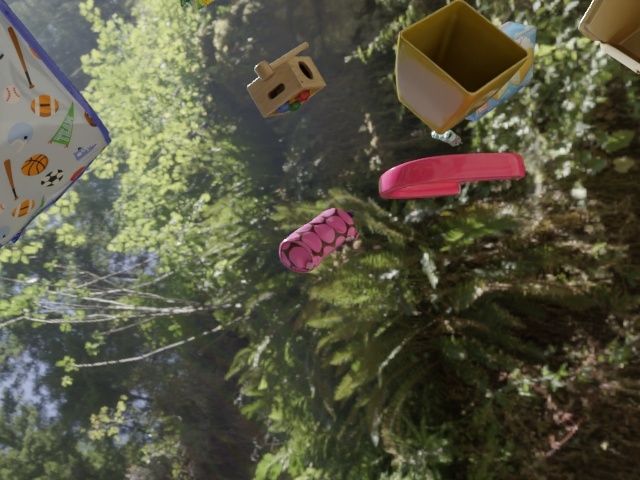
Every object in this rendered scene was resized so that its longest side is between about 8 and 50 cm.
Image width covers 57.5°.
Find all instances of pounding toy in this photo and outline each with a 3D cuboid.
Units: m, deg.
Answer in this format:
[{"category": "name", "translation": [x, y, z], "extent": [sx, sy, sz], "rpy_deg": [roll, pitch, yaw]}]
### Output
[{"category": "pounding toy", "translation": [-0.072, -0.358, 1.324], "extent": [0.094, 0.181, 0.206], "rpy_deg": [60, -150, -1]}]

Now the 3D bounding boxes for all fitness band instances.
[{"category": "fitness band", "translation": [0.250, -0.122, 1.123], "extent": [0.290, 0.209, 0.054], "rpy_deg": [-6, -92, -22]}]

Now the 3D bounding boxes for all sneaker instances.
[{"category": "sneaker", "translation": [0.350, -0.279, 1.597], "extent": [0.069, 0.098, 0.038], "rpy_deg": [25, -77, -30]}]

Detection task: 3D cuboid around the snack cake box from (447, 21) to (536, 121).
[{"category": "snack cake box", "translation": [0.436, -0.434, 1.484], "extent": [0.264, 0.089, 0.152], "rpy_deg": [-36, -44, -28]}]

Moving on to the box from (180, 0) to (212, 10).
[{"category": "box", "translation": [-0.244, -0.596, 1.307], "extent": [0.179, 0.043, 0.105], "rpy_deg": [-42, -17, -24]}]

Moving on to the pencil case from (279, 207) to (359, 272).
[{"category": "pencil case", "translation": [0.000, 0.000, 1.298], "extent": [0.098, 0.095, 0.209], "rpy_deg": [41, -140, 10]}]

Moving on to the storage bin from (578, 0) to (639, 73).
[{"category": "storage bin", "translation": [0.499, -0.300, 0.713], "extent": [0.123, 0.262, 0.260], "rpy_deg": [-4, -46, -30]}]

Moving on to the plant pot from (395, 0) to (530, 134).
[{"category": "plant pot", "translation": [0.292, -0.368, 1.308], "extent": [0.212, 0.212, 0.187], "rpy_deg": [-36, -18, -26]}]

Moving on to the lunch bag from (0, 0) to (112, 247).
[{"category": "lunch bag", "translation": [-0.598, -0.198, 1.035], "extent": [0.328, 0.238, 0.385], "rpy_deg": [-51, -35, -15]}]
